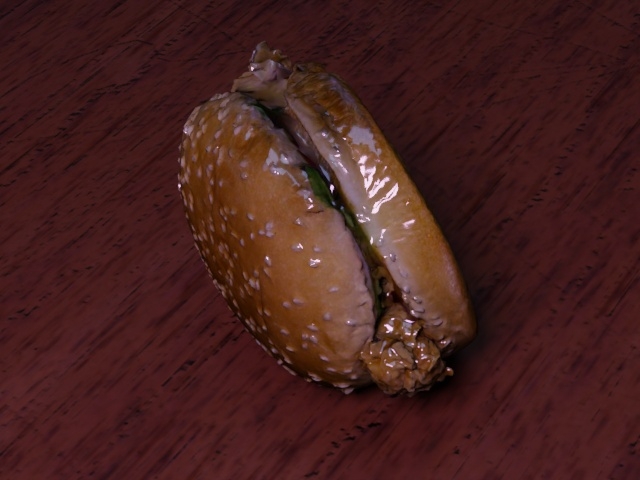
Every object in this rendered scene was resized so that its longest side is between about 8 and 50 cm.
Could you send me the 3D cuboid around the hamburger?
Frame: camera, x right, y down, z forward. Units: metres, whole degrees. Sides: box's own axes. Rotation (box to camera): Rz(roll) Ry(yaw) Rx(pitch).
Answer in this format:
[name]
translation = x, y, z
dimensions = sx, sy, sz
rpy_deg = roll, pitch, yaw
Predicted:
[hamburger]
translation = 0.000, 0.000, 0.937
dimensions = 0.122, 0.189, 0.215
rpy_deg = -27, 43, -11
